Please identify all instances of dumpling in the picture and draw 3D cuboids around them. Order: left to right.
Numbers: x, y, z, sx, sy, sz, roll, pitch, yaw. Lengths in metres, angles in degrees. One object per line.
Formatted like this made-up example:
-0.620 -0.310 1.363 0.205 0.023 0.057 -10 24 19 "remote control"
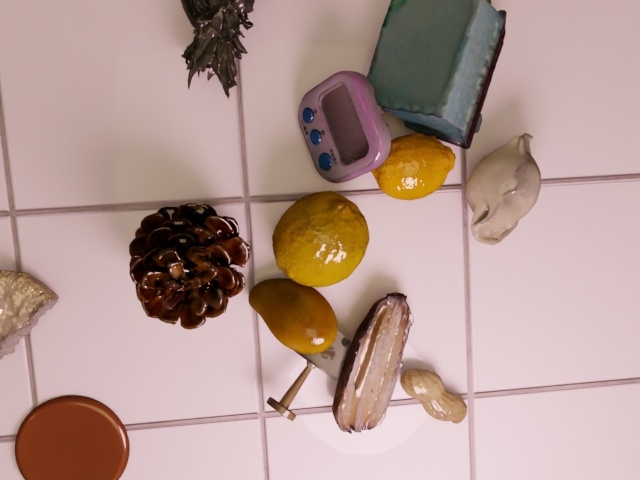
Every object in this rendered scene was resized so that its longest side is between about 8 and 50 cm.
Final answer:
0.409 -0.103 1.181 0.193 0.147 0.258 39 77 -47 "dumpling"

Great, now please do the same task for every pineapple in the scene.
-0.198 -0.473 1.080 0.166 0.165 0.364 19 96 -7 "pineapple"

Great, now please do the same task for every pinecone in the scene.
-0.258 0.054 1.068 0.244 0.309 0.244 -2 119 -3 "pinecone"

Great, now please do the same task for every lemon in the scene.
0.000 0.000 1.120 0.192 0.192 0.231 32 126 -7 "lemon"
0.198 -0.158 1.152 0.187 0.142 0.142 -11 97 -3 "lemon"

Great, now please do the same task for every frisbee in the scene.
-0.558 0.471 1.209 0.251 0.021 0.250 0 95 -6 "frisbee"

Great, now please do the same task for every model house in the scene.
0.272 -0.358 1.130 0.249 0.230 0.280 11 100 -47 "model house"

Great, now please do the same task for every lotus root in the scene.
0.108 0.267 1.217 0.167 0.078 0.329 17 92 -40 "lotus root"

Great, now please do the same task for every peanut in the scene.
0.264 0.360 1.243 0.187 0.082 0.082 43 91 -8 "peanut"

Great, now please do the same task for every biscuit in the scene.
-0.713 0.168 1.131 0.179 0.084 0.281 43 91 -8 "biscuit"

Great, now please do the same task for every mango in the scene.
-0.059 0.152 1.149 0.228 0.099 0.136 31 66 30 "mango"

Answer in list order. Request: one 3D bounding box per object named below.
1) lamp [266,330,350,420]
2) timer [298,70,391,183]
-0.025 0.287 1.182 0.121 0.121 0.214 37 76 -8 "lamp"
0.049 -0.232 1.116 0.069 0.191 0.208 -17 88 -48 "timer"
